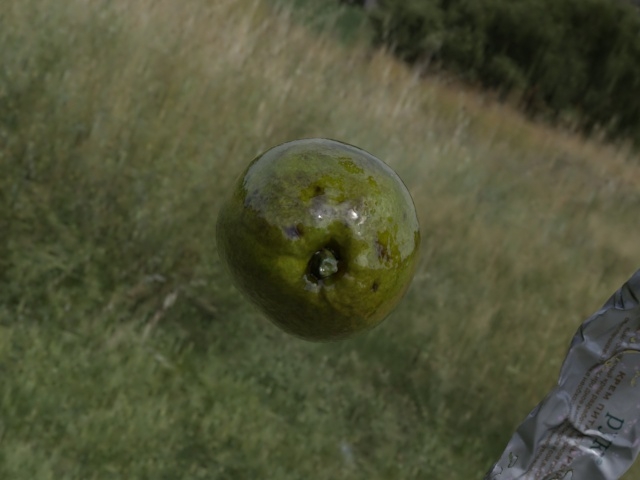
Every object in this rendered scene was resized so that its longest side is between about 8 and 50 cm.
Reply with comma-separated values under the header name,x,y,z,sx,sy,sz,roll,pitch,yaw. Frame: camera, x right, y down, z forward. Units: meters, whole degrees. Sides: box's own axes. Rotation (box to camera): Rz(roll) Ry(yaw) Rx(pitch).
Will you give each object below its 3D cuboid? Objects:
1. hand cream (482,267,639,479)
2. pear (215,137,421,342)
name,x,y,z,sx,sy,sz,roll,pitch,yaw
hand cream,0.166,0.076,0.705,0.084,0.257,0.050,25,24,-11
pear,0.000,0.000,0.674,0.107,0.107,0.131,23,18,-4
